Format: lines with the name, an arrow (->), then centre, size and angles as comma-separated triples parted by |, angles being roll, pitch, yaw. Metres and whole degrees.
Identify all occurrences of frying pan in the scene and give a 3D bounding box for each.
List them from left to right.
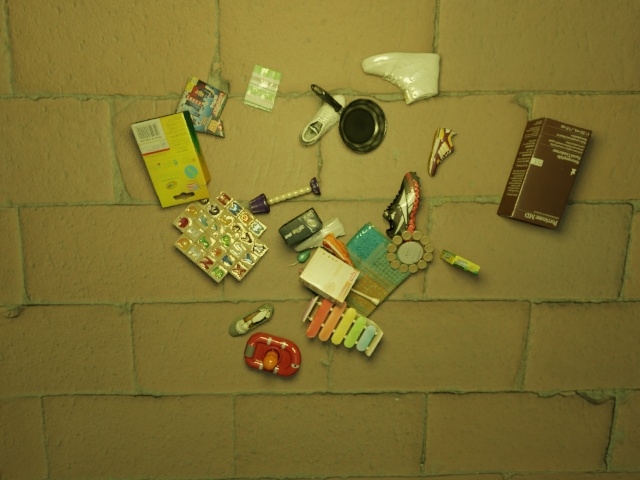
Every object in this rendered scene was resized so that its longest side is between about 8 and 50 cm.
frying pan -> 0.094, -0.436, 1.574 | 0.326, 0.053, 0.197 | 7, 100, -20

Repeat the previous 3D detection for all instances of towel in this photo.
towel -> -0.217, -0.571, 1.602 | 0.113, 0.023, 0.152 | 18, 98, -4
towel -> 0.166, 0.143, 1.710 | 0.271, 0.040, 0.370 | 42, 98, -5

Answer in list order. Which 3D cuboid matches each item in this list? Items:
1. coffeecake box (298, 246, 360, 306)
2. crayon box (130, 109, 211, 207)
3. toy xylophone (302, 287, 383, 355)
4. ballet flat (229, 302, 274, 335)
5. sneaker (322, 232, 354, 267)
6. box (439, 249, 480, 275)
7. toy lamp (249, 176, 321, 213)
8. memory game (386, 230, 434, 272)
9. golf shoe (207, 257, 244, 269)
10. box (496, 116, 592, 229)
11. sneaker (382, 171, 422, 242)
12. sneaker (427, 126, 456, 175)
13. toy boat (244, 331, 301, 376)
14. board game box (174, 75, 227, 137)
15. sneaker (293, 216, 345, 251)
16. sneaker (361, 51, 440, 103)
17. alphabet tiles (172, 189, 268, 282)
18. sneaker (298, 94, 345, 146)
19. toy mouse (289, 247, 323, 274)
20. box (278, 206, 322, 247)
coffeecake box -> 0.033, 0.138, 1.616 | 0.185, 0.068, 0.142 | 31, 67, 4
crayon box -> -0.540, -0.298, 1.579 | 0.202, 0.081, 0.319 | -11, 111, 6
toy xylophone -> 0.097, 0.301, 1.677 | 0.322, 0.081, 0.236 | 20, 99, -3
ballet flat -> -0.283, 0.322, 1.712 | 0.213, 0.068, 0.072 | -32, 98, 4
sneaker -> 0.081, 0.042, 1.638 | 0.175, 0.064, 0.067 | 51, 61, -23
box -> 0.534, 0.084, 1.634 | 0.105, 0.179, 0.043 | 26, 98, -5
toy lamp -> -0.138, -0.168, 1.636 | 0.274, 0.080, 0.080 | -19, 98, 3
memory game -> 0.345, 0.045, 1.642 | 0.186, 0.012, 0.186 | 0, 116, 0
golf shoe -> -0.372, 0.065, 1.684 | 0.176, 0.069, 0.086 | 12, 78, -6
box -> 0.837, -0.250, 1.612 | 0.191, 0.143, 0.382 | 14, 100, -3
sneaker -> 0.310, -0.129, 1.639 | 0.135, 0.097, 0.276 | 5, 100, -4
sneaker -> 0.464, -0.333, 1.626 | 0.083, 0.069, 0.186 | 12, 99, 3
toy boat -> -0.191, 0.466, 1.693 | 0.231, 0.151, 0.151 | 16, 98, -3
board game box -> -0.428, -0.476, 1.594 | 0.194, 0.060, 0.194 | 27, 97, -6
sneaker -> 0.000, 0.000, 1.669 | 0.212, 0.080, 0.094 | -31, 109, 2
sneaker -> 0.297, -0.589, 1.566 | 0.292, 0.108, 0.169 | -2, 95, -2
alphabet tiles -> -0.384, -0.019, 1.646 | 0.342, 0.011, 0.285 | 41, 83, -2
sneaker -> 0.013, -0.447, 1.589 | 0.090, 0.095, 0.235 | 40, 94, -4
toy mouse -> -0.055, 0.096, 1.689 | 0.143, 0.031, 0.161 | 2, 87, 3
box -> -0.072, -0.053, 1.602 | 0.147, 0.180, 0.078 | -32, 96, 3
